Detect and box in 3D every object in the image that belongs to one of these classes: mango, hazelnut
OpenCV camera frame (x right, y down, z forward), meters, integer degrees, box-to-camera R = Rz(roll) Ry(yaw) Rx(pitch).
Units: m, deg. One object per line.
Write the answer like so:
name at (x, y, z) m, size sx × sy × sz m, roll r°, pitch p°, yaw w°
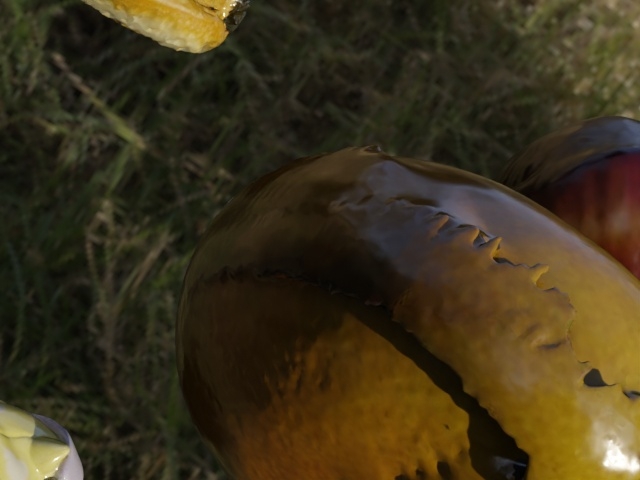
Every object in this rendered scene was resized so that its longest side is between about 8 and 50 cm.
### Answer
mango at (0.035, 0.045, 0.517) m, size 0.166 × 0.136 × 0.236 m, roll 49°, pitch -23°, yaw -28°
hazelnut at (0.210, 0.020, 1.058) m, size 0.229 × 0.229 × 0.229 m, roll 28°, pitch 28°, yaw -17°

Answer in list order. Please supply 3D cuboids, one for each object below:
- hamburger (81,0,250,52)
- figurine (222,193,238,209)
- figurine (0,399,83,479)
hamburger at (-0.170, -0.278, 1.202) m, size 0.319 × 0.158 × 0.318 m, roll 26°, pitch 17°, yaw -8°
figurine at (0.000, 0.000, 0.930) m, size 0.114 × 0.114 × 0.079 m, roll 28°, pitch 40°, yaw -17°
figurine at (-0.216, 0.129, 0.754) m, size 0.184 × 0.208 × 0.128 m, roll -35°, pitch 36°, yaw -31°
